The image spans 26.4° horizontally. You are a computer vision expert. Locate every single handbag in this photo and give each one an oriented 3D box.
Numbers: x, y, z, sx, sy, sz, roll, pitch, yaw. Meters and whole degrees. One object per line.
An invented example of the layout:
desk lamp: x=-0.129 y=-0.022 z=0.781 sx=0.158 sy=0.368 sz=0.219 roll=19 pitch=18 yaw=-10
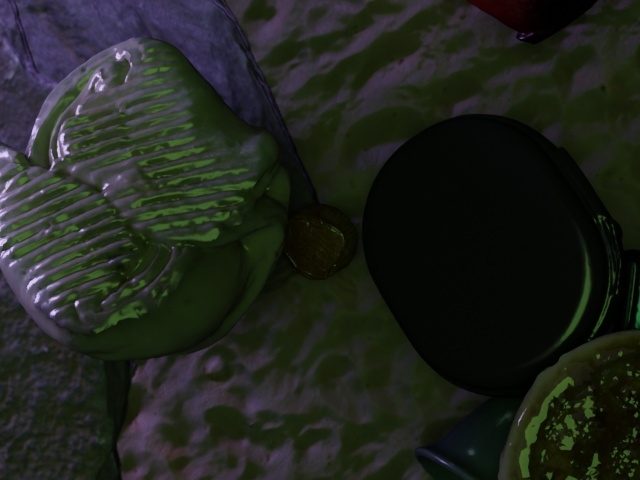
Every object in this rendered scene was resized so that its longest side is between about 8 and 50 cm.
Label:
handbag: x=0.182 y=0.013 z=1.437 sx=0.253 sy=0.093 sz=0.308 roll=-38 pitch=68 yaw=18

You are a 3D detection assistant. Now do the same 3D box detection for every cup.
cup: x=0.222 y=0.230 z=1.452 sx=0.199 sy=0.199 sz=0.150 roll=38 pitch=79 yaw=5

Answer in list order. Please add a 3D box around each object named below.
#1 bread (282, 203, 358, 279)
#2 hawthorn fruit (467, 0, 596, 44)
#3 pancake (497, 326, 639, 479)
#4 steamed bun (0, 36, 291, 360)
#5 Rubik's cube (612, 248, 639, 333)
bread: x=0.000 y=0.000 z=1.524 sx=0.085 sy=0.053 sz=0.085 roll=7 pitch=109 yaw=21
hawthorn fruit: x=0.215 y=-0.340 z=1.416 sx=0.249 sy=0.215 sz=0.215 roll=40 pitch=97 yaw=13
pancake: x=0.300 y=0.222 z=1.315 sx=0.282 sy=0.049 sz=0.283 roll=0 pitch=89 yaw=1
steamed bun: x=-0.189 y=-0.019 z=1.475 sx=0.310 sy=0.219 sz=0.324 roll=-45 pitch=60 yaw=-7
Rubik's cube: x=0.398 y=0.106 z=1.415 sx=0.183 sy=0.167 sz=0.180 roll=4 pitch=91 yaw=7
